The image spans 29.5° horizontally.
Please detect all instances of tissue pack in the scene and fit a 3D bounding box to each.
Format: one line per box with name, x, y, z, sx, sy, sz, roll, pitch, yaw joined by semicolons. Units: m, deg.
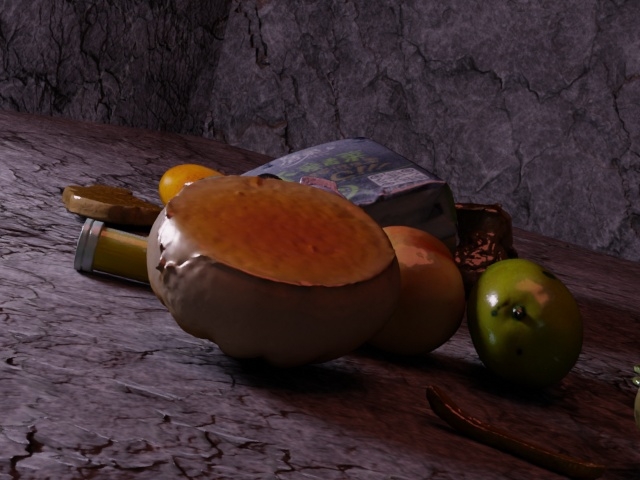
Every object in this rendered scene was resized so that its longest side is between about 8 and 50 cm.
tissue pack;0.035;-0.069;2.150;0.288;0.124;0.394;-17;20;-13

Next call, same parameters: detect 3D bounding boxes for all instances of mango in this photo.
mango;-0.200;-0.063;2.134;0.154;0.126;0.252;28;2;-42
mango;0.269;0.111;1.626;0.143;0.175;0.293;-19;-5;4

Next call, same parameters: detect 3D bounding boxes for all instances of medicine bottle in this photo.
medicine bottle;-0.225;0.032;1.674;0.218;0.073;0.074;15;8;-3

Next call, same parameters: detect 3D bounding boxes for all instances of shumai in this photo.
shumai;0.303;0.017;2.285;0.166;0.175;0.206;16;11;17

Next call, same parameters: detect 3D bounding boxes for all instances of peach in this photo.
peach;0.102;0.066;1.618;0.184;0.184;0.184;13;8;-2

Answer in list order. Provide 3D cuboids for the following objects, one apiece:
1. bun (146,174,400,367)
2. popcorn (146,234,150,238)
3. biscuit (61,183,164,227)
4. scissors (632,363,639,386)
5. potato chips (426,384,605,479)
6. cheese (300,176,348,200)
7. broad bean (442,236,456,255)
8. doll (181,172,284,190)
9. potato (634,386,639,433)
bun;-0.063;0.053;1.420;0.299;0.164;0.299;10;25;-5
popcorn;-0.229;0.019;1.805;0.082;0.057;0.083;22;6;14
biscuit;-0.374;-0.063;2.191;0.184;0.047;0.320;15;7;-17
scissors;0.561;0.221;1.820;0.187;0.020;0.133;13;11;12
potato chips;0.198;0.206;1.272;0.204;0.037;0.026;24;22;29
cheese;0.000;0.000;1.873;0.135;0.052;0.244;8;53;-13
broad bean;0.113;0.027;2.202;0.263;0.121;0.189;1;3;34
doll;-0.089;0.002;1.603;0.234;0.135;0.143;47;-37;-3
potato;0.483;0.202;1.264;0.308;0.173;0.210;17;10;7
